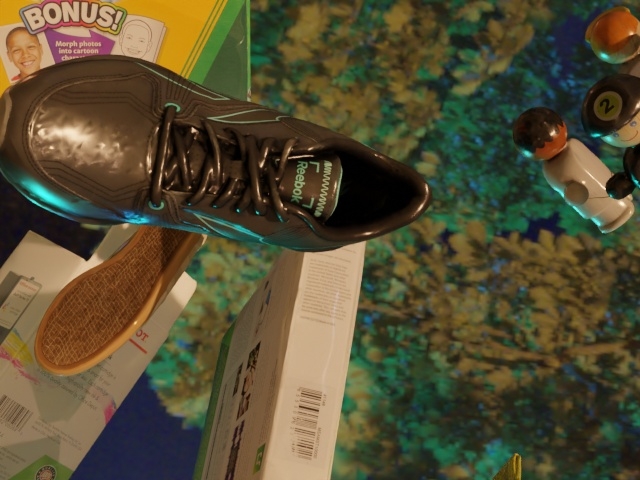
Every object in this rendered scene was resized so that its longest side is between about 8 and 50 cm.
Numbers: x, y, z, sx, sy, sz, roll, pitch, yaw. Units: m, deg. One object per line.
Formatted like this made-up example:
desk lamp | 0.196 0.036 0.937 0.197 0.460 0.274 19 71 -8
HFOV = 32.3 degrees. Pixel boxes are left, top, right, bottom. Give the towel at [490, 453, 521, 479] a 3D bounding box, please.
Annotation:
towel | 0.145 0.341 1.235 0.237 0.021 0.102 -54 -179 17

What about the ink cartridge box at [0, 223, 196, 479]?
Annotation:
ink cartridge box | -0.330 0.135 1.364 0.119 0.207 0.353 24 -108 35

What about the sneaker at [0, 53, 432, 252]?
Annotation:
sneaker | -0.052 -0.049 0.640 0.106 0.267 0.101 7 -90 54

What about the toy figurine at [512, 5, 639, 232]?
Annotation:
toy figurine | 0.283 -0.120 0.956 0.213 0.148 0.209 -51 -165 -12

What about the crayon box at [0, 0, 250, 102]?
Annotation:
crayon box | -0.200 -0.181 0.933 0.081 0.279 0.165 -117 -154 -72

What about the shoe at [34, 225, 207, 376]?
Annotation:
shoe | -0.168 0.042 0.986 0.077 0.219 0.058 31 -28 15

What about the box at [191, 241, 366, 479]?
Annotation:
box | -0.049 0.144 0.982 0.322 0.059 0.232 130 -26 -60
